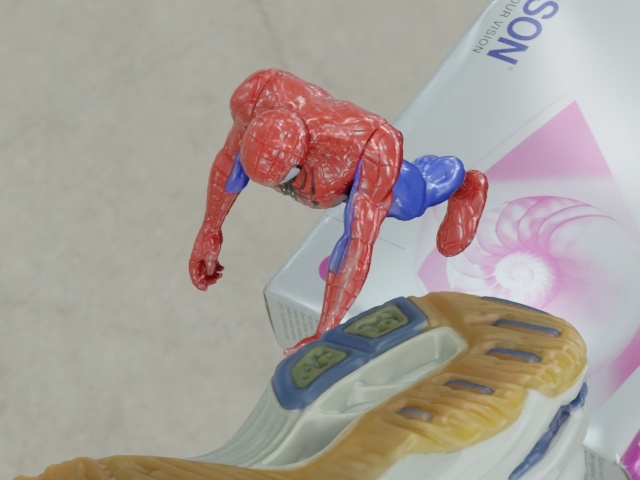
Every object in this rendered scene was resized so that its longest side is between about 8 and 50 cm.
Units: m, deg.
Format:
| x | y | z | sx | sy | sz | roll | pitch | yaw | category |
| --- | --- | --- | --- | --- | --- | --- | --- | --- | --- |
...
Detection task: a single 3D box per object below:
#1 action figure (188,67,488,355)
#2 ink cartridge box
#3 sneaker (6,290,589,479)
| x | y | z | sx | sy | sz | roll | pitch | yaw | category |
| --- | --- | --- | --- | --- | --- | --- | --- | --- | --- |
| 0.000 | 0.000 | 0.889 | 0.091 | 0.139 | 0.280 | 26 | 1 | 15 | action figure |
| 0.189 | -0.008 | 1.129 | 0.330 | 0.071 | 0.324 | 24 | 61 | 26 | ink cartridge box |
| -0.022 | 0.123 | 0.571 | 0.296 | 0.131 | 0.112 | -22 | 27 | -34 | sneaker |
